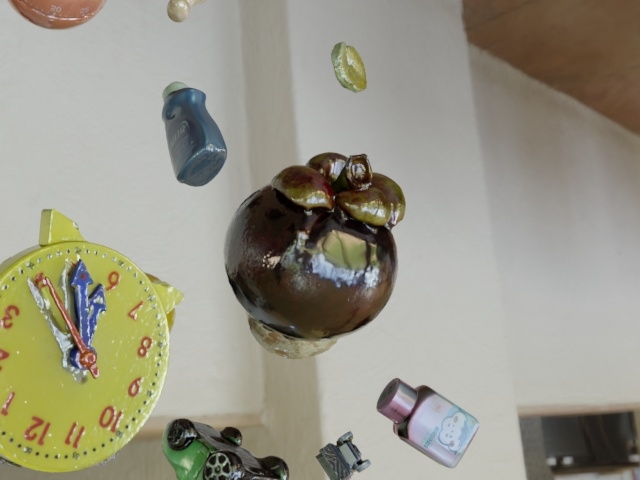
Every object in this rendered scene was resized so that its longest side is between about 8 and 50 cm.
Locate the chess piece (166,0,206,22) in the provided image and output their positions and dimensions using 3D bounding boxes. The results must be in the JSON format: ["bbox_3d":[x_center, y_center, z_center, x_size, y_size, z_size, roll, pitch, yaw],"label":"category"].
[{"bbox_3d":[-0.264,-0.640,2.005,0.138,0.307,0.124,8,152,47],"label":"chess piece"}]

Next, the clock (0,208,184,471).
[{"bbox_3d":[-0.295,0.135,1.038,0.071,0.294,0.277,2,157,45],"label":"clock"}]

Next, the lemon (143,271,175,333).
[{"bbox_3d":[-0.406,0.158,1.867,0.186,0.187,0.244,-1,178,-17],"label":"lemon"}]

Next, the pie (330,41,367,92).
[{"bbox_3d":[0.043,-0.259,1.292,0.019,0.085,0.084,-16,163,31],"label":"pie"}]

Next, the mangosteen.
[{"bbox_3d":[0.000,0.000,1.427,0.306,0.347,0.307,24,-161,-9],"label":"mangosteen"}]

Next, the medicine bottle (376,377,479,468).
[{"bbox_3d":[0.208,0.358,1.717,0.188,0.119,0.094,34,172,-10],"label":"medicine bottle"}]

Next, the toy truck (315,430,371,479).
[{"bbox_3d":[0.046,0.455,1.783,0.092,0.083,0.192,-33,165,-6],"label":"toy truck"}]

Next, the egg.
[{"bbox_3d":[-0.064,0.190,2.115,0.245,0.204,0.203,10,168,5],"label":"egg"}]

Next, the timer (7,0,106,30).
[{"bbox_3d":[-0.542,-0.556,1.768,0.229,0.230,0.215,5,150,-36],"label":"timer"}]

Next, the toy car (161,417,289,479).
[{"bbox_3d":[-0.217,0.540,1.946,0.358,0.177,0.213,24,178,38],"label":"toy car"}]

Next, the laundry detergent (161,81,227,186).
[{"bbox_3d":[-0.310,-0.268,2.000,0.094,0.290,0.143,8,135,-40],"label":"laundry detergent"}]

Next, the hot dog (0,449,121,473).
[{"bbox_3d":[-0.523,0.393,1.700,0.267,0.144,0.075,3,-162,-9],"label":"hot dog"}]
